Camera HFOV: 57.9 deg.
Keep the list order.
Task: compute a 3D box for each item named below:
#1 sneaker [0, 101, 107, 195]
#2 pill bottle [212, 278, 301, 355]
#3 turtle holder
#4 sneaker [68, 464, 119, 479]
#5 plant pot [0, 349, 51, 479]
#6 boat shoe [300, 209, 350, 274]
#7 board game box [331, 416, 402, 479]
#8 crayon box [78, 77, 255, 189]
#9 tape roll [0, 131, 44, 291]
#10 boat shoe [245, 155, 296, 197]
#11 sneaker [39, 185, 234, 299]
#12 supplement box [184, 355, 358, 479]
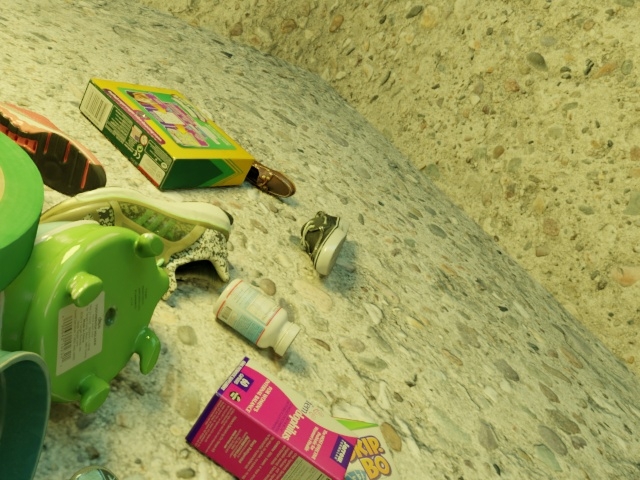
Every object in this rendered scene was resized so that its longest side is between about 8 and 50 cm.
[{"bbox_3d":[-0.575,-0.212,1.223,0.313,0.116,0.136,31,23,-2],"label":"sneaker"},{"bbox_3d":[-0.120,0.150,1.114,0.160,0.087,0.087,35,24,5],"label":"pill bottle"},{"bbox_3d":[-0.348,0.066,0.815,0.227,0.243,0.320,11,43,13],"label":"turtle holder"},{"bbox_3d":[-0.208,0.340,0.608,0.104,0.125,0.262,10,32,-40],"label":"sneaker"},{"bbox_3d":[-0.417,0.198,0.491,0.255,0.272,0.272,15,26,-3],"label":"plant pot"},{"bbox_3d":[0.000,0.000,1.532,0.119,0.121,0.335,24,14,0],"label":"boat shoe"},{"bbox_3d":[0.078,0.394,0.961,0.124,0.039,0.259,18,25,-30],"label":"board game box"},{"bbox_3d":[-0.409,-0.287,1.571,0.363,0.106,0.313,42,25,20],"label":"crayon box"},{"bbox_3d":[-0.468,-0.047,0.603,0.321,0.077,0.321,22,31,-14],"label":"tape roll"},{"bbox_3d":[-0.172,-0.184,1.705,0.206,0.073,0.073,29,25,12],"label":"boat shoe"},{"bbox_3d":[-0.324,0.019,1.079,0.410,0.158,0.182,2,55,-40],"label":"sneaker"},{"bbox_3d":[-0.070,0.297,0.870,0.220,0.114,0.111,35,24,3],"label":"supplement box"}]
